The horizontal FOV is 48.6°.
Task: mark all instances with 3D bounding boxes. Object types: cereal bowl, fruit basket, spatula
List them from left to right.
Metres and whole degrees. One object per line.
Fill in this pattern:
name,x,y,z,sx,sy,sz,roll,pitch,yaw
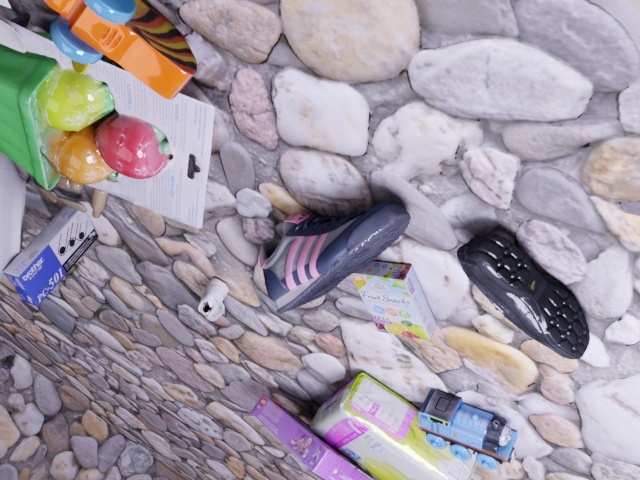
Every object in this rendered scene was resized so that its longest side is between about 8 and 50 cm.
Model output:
spatula,-0.494,-0.355,0.933,0.242,0.019,0.168,29,153,18
cereal bowl,-0.678,-0.051,1.436,0.141,0.339,0.339,5,154,-22
fruit basket,-0.335,-0.177,1.118,0.353,0.165,0.327,17,146,-1

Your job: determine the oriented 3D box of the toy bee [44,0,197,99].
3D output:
toy bee,-0.284,-0.316,0.894,0.195,0.162,0.298,-21,137,17

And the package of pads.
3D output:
package of pads,0.146,0.407,1.438,0.296,0.101,0.229,35,148,0

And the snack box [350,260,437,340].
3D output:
snack box,0.117,0.095,1.126,0.100,0.037,0.141,5,136,36

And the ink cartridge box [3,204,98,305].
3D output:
ink cartridge box,-0.557,0.027,1.477,0.046,0.207,0.097,15,142,22

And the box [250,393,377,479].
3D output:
box,-0.011,0.460,1.562,0.201,0.057,0.293,42,169,-31

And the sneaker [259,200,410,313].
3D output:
sneaker,0.000,0.000,1.059,0.319,0.112,0.131,-38,73,44

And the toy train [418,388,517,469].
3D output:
toy train,0.263,0.342,1.276,0.184,0.080,0.105,16,137,27

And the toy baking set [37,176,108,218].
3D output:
toy baking set,-0.501,-0.127,1.404,0.196,0.030,0.256,36,147,3

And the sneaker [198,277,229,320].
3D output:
sneaker,-0.230,0.134,1.461,0.053,0.061,0.152,29,148,5

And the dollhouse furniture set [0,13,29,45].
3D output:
dollhouse furniture set,-0.532,-0.344,1.118,0.081,0.091,0.114,56,147,-5

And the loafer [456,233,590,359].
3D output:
loafer,0.271,0.075,0.941,0.223,0.076,0.078,43,160,-14
